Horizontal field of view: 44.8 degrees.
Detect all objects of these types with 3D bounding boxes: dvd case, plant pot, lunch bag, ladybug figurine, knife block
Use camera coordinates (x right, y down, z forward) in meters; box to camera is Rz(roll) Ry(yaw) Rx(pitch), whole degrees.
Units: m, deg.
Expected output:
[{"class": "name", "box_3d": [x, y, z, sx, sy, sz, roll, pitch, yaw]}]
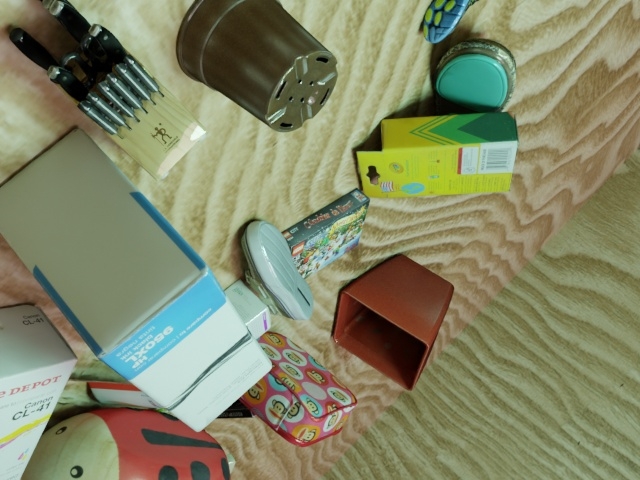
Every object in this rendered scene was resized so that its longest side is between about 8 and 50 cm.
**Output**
[{"class": "dvd case", "box_3d": [-0.138, 0.379, 1.932, 0.239, 0.029, 0.179, -23, -175, -43]}, {"class": "plant pot", "box_3d": [-0.076, -0.240, 1.035, 0.167, 0.165, 0.167, -37, 153, -22]}, {"class": "lunch bag", "box_3d": [-0.064, 0.326, 1.777, 0.258, 0.293, 0.120, -1, 125, -58]}, {"class": "ladybug figurine", "box_3d": [-0.327, 0.427, 1.449, 0.449, 0.305, 0.162, 23, 108, -50]}, {"class": "plant pot", "box_3d": [0.218, 0.200, 2.126, 0.235, 0.267, 0.267, -48, 160, -31]}, {"class": "knife block", "box_3d": [-0.258, -0.191, 0.934, 0.088, 0.242, 0.276, -45, -159, -3]}]

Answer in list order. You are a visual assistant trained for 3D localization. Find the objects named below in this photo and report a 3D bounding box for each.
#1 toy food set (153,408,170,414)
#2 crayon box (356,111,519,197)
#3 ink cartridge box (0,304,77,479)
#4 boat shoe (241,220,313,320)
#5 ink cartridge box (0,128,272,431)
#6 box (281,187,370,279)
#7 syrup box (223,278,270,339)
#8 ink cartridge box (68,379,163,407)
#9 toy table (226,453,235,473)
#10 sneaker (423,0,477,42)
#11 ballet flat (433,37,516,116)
[{"class": "toy food set", "box_3d": [-0.393, 0.418, 1.690, 0.132, 0.038, 0.192, -17, 148, -38]}, {"class": "crayon box", "box_3d": [0.241, -0.174, 1.624, 0.319, 0.081, 0.202, -3, 154, 6]}, {"class": "ink cartridge box", "box_3d": [-0.516, 0.257, 1.108, 0.226, 0.131, 0.306, -9, 137, -55]}, {"class": "boat shoe", "box_3d": [-0.101, 0.074, 1.548, 0.302, 0.094, 0.109, 64, 26, -47]}, {"class": "ink cartridge box", "box_3d": [-0.246, 0.077, 1.087, 0.166, 0.285, 0.395, -41, 155, -11]}, {"class": "box", "box_3d": [0.000, 0.000, 1.682, 0.233, 0.044, 0.159, -32, 152, -31]}, {"class": "syrup box", "box_3d": [-0.218, 0.194, 1.554, 0.237, 0.093, 0.096, -37, 153, -22]}, {"class": "ink cartridge box", "box_3d": [-0.351, 0.282, 1.416, 0.179, 0.146, 0.045, 31, 60, -68]}, {"class": "toy table", "box_3d": [-0.319, 0.638, 1.930, 0.161, 0.252, 0.274, -3, 141, -36]}, {"class": "sneaker", "box_3d": [0.258, -0.437, 1.412, 0.188, 0.067, 0.078, -56, 149, 12]}, {"class": "ballet flat", "box_3d": [0.327, -0.315, 1.653, 0.483, 0.164, 0.182, 85, 29, -66]}]
